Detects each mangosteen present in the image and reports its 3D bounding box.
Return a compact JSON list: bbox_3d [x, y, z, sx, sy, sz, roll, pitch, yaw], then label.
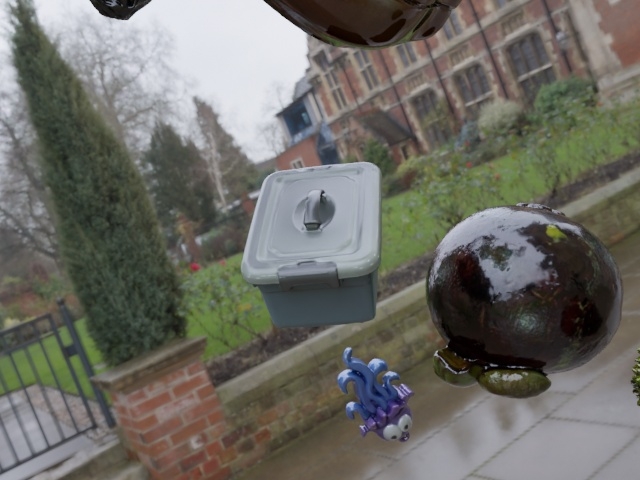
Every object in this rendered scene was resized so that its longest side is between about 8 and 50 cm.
[{"bbox_3d":[0.280,0.088,0.956,0.288,0.288,0.288,-22,2,1],"label":"mangosteen"}]

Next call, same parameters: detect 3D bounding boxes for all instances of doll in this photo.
[{"bbox_3d":[0.088,0.252,1.067,0.110,0.206,0.067,-38,22,-5],"label":"doll"}]

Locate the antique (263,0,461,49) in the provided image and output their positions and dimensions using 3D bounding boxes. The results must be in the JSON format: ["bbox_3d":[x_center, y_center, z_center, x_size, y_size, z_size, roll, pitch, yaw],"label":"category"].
[{"bbox_3d":[0.014,-0.289,0.668,0.278,0.223,0.129,9,-45,-42],"label":"antique"}]

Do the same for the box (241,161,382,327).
[{"bbox_3d":[0.000,0.000,0.842,0.162,0.130,0.227,-5,38,9],"label":"box"}]

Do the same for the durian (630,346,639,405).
[{"bbox_3d":[0.439,0.159,0.754,0.159,0.146,0.198,-28,12,1],"label":"durian"}]

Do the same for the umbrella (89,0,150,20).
[{"bbox_3d":[-0.215,-0.455,1.041,0.340,0.118,0.118,-23,2,11],"label":"umbrella"}]
